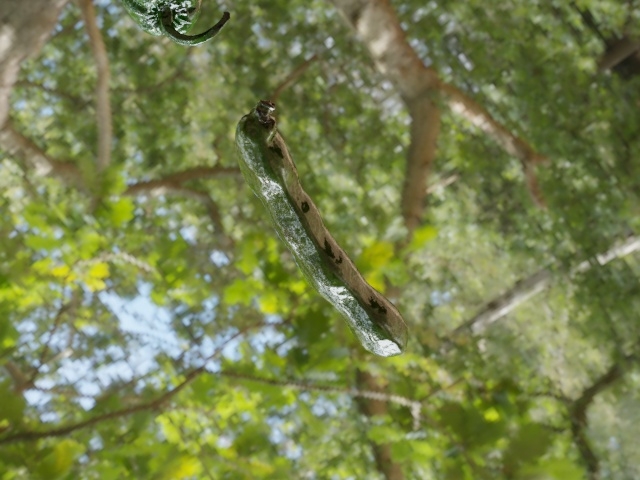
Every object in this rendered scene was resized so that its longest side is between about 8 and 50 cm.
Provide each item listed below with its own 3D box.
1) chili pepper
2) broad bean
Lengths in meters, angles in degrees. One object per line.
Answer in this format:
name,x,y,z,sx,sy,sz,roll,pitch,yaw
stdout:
chili pepper,-0.131,-0.264,0.963,0.100,0.074,0.257,12,-121,-20
broad bean,0.000,0.001,0.858,0.256,0.052,0.052,59,-159,-31
